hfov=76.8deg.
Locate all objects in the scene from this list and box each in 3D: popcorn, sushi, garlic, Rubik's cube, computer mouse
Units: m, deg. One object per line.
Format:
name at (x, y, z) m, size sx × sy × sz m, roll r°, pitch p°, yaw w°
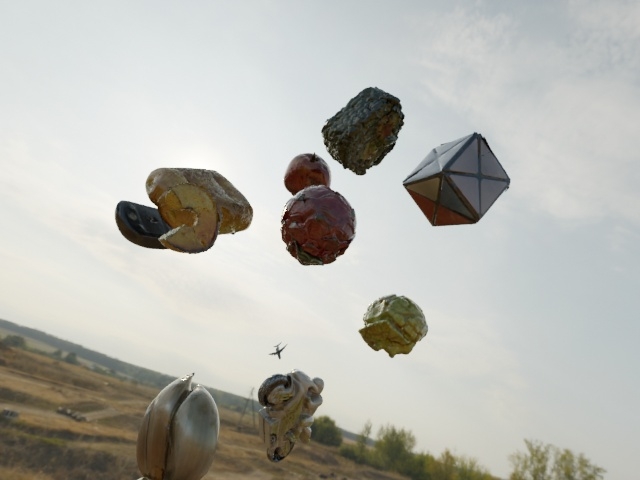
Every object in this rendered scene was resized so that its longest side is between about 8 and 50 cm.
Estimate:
popcorn at (0.310, 0.351, 1.676) m, size 0.247 × 0.282 × 0.282 m, roll 41°, pitch -28°, yaw -2°
sushi at (0.193, -0.458, 1.734) m, size 0.178 × 0.352 × 0.294 m, roll 48°, pitch 3°, yaw 34°
garlic at (-0.391, 0.527, 1.084) m, size 0.279 × 0.324 × 0.132 m, roll 0°, pitch -20°, yaw 32°
Rubik's cube at (0.619, -0.265, 1.849) m, size 0.305 × 0.310 × 0.307 m, roll 49°, pitch -19°, yaw -15°
computer mouse at (-0.632, -0.044, 1.460) m, size 0.100 × 0.170 × 0.269 m, roll -36°, pitch -22°, yaw 17°

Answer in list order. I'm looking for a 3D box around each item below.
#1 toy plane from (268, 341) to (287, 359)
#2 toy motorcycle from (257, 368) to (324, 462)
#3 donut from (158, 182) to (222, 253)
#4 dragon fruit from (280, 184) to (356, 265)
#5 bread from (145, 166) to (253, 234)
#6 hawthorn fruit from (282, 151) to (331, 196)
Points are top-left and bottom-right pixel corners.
toy plane at (-0.146, 0.385, 1.402) m, size 0.024 × 0.078 × 0.084 m, roll 61°, pitch 1°, yaw -17°
toy motorcycle at (-0.079, 0.489, 1.171) m, size 0.108 × 0.223 × 0.340 m, roll 28°, pitch -52°, yaw 41°
donut at (-0.319, -0.045, 0.991) m, size 0.078 × 0.181 × 0.146 m, roll -21°, pitch -26°, yaw 40°
dragon fruit at (-0.012, -0.049, 1.224) m, size 0.245 × 0.244 × 0.298 m, roll 24°, pitch 18°, yaw -15°
bread at (-0.433, -0.163, 1.465) m, size 0.337 × 0.328 × 0.148 m, roll -7°, pitch -41°, yaw -54°
hawthorn fruit at (-0.066, -0.345, 2.175) m, size 0.276 × 0.275 × 0.299 m, roll 17°, pitch -54°, yaw -3°
